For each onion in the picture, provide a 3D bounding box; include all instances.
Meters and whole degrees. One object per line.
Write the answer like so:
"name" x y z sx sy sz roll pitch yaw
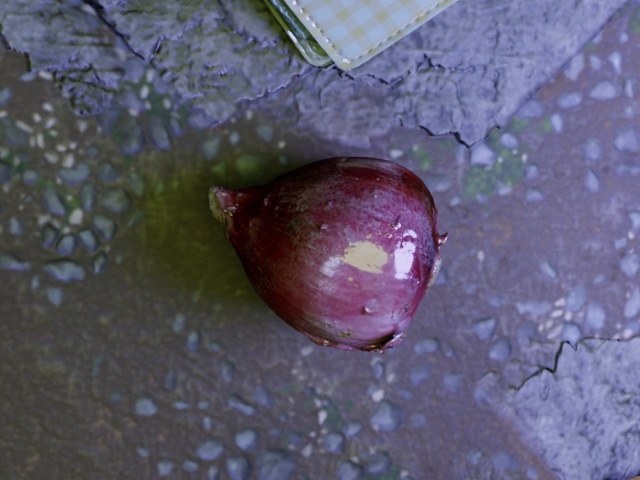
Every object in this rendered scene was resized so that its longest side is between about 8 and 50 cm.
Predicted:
"onion" 0.000 0.000 1.289 0.194 0.159 0.159 19 96 -1

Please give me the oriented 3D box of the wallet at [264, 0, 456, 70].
"wallet" 0.008 -0.287 1.226 0.223 0.077 0.309 -37 125 4

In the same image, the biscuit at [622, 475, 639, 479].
"biscuit" 0.320 0.365 1.461 0.351 0.057 0.312 21 95 -16
